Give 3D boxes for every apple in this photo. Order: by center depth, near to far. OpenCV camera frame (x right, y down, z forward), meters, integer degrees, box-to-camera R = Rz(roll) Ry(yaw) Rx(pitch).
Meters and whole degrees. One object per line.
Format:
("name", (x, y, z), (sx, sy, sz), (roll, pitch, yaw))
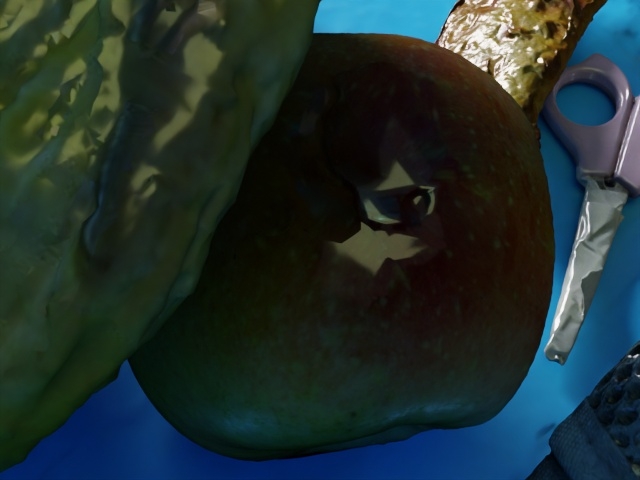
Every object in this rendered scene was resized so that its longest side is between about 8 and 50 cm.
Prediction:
("apple", (0.000, 0.000, 0.547), (0.207, 0.173, 0.188), (-13, 73, 35))

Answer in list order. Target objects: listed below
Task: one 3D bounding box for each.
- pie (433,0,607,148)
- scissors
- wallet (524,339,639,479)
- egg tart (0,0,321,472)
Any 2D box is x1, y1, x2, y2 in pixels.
("pie", (0.107, -0.111, 0.709), (0.088, 0.033, 0.191), (13, 52, 24))
("scissors", (0.156, -0.022, 0.670), (0.110, 0.021, 0.212), (19, 55, 9))
("wallet", (0.261, 0.068, 0.474), (0.237, 0.075, 0.342), (46, 107, 21))
("egg tart", (-0.132, -0.064, 0.482), (0.153, 0.351, 0.340), (33, 50, -28))
